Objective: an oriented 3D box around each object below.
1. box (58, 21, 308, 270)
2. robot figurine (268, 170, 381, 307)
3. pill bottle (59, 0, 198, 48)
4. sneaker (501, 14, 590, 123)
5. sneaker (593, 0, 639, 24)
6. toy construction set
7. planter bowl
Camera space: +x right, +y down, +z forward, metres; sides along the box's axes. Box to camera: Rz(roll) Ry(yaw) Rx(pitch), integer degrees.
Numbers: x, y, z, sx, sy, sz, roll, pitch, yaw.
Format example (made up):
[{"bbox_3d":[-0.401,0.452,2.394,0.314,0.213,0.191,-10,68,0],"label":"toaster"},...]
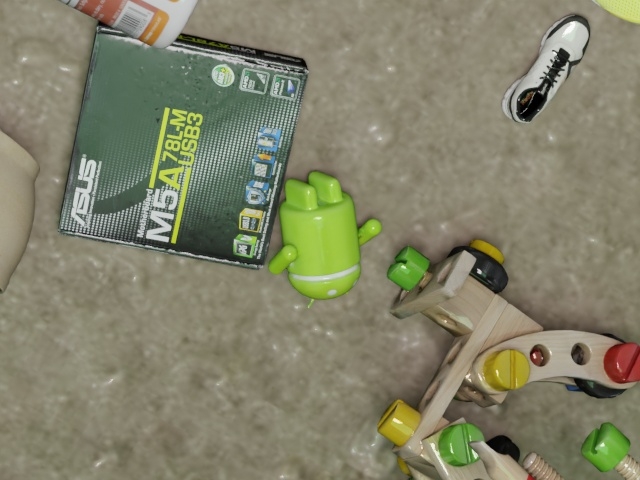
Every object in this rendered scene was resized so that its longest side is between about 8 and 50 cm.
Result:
[{"bbox_3d":[-0.120,-0.082,1.716,0.184,0.045,0.191,11,108,-10],"label":"box"},{"bbox_3d":[0.000,0.000,1.742,0.101,0.067,0.115,-19,113,-29],"label":"robot figurine"},{"bbox_3d":[-0.195,-0.252,1.607,0.216,0.121,0.121,26,106,-13],"label":"pill bottle"},{"bbox_3d":[0.199,-0.144,1.717,0.040,0.044,0.109,30,103,-12],"label":"sneaker"},{"bbox_3d":[0.231,-0.257,1.651,0.081,0.094,0.208,-37,110,7],"label":"sneaker"},{"bbox_3d":[0.132,0.133,1.691,0.237,0.309,0.257,43,94,-12],"label":"toy construction set"},{"bbox_3d":[-0.303,-0.044,1.670,0.162,0.162,0.109,37,76,-16],"label":"planter bowl"}]
